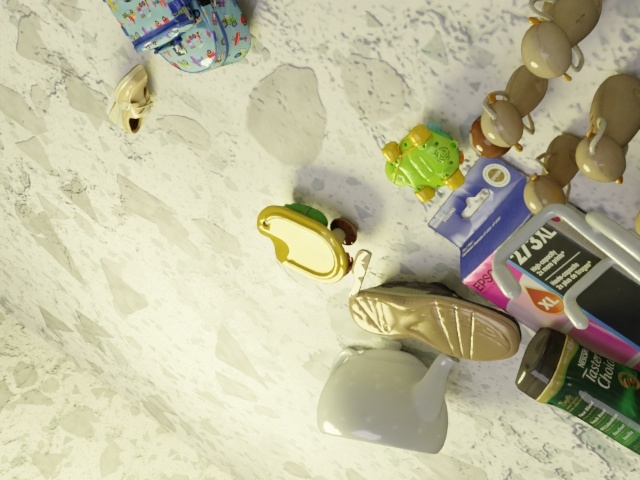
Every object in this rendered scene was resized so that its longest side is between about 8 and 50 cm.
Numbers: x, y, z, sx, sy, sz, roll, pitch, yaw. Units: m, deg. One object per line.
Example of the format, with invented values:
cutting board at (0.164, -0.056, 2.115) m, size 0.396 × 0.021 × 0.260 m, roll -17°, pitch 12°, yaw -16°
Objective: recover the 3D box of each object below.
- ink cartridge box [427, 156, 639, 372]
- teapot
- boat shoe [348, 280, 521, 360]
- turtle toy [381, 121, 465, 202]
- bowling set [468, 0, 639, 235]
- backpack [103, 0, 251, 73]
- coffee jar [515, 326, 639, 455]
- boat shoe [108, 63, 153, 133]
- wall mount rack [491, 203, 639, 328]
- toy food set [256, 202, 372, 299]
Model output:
ink cartridge box at (0.320, 0.051, 0.764) m, size 0.371 × 0.069 × 0.176 m, roll 37°, pitch 143°, yaw 6°
teapot at (0.116, 0.277, 1.067) m, size 0.256 × 0.187 × 0.252 m, roll 6°, pitch 162°, yaw 13°
boat shoe at (0.179, 0.111, 0.911) m, size 0.285 × 0.092 × 0.103 m, roll 4°, pitch 118°, yaw 39°
turtle toy at (0.129, -0.103, 0.752) m, size 0.095 × 0.066 × 0.130 m, roll 49°, pitch 142°, yaw -14°
bowling set at (0.236, -0.094, 0.604) m, size 0.287 × 0.154 × 0.200 m, roll 50°, pitch 141°, yaw -14°
backpack at (-0.184, -0.296, 0.771) m, size 0.158 × 0.117 × 0.173 m, roll 1°, pitch 132°, yaw 39°
coffee jar at (0.351, 0.190, 0.749) m, size 0.184 × 0.096 × 0.079 m, roll 26°, pitch 138°, yaw 15°
boat shoe at (-0.312, -0.235, 0.985) m, size 0.059 × 0.063 × 0.170 m, roll 42°, pitch 152°, yaw -9°
wall mount rack at (0.313, 0.114, 0.513) m, size 0.130 × 0.350 × 0.304 m, roll -49°, pitch 49°, yaw 18°
toy food set at (0.000, 0.000, 0.959) m, size 0.218 × 0.071 × 0.128 m, roll 26°, pitch 137°, yaw 22°
